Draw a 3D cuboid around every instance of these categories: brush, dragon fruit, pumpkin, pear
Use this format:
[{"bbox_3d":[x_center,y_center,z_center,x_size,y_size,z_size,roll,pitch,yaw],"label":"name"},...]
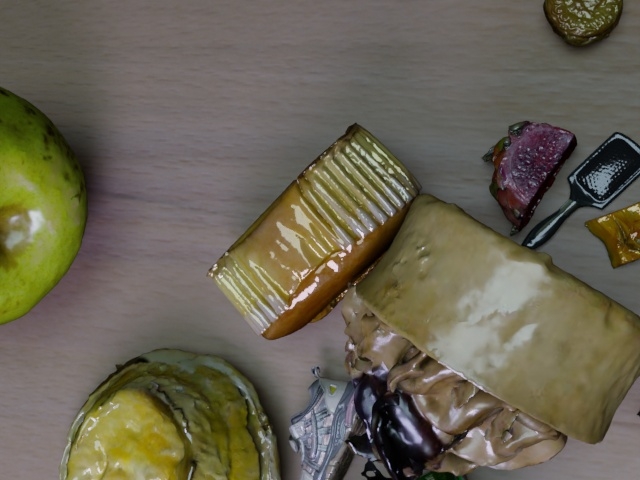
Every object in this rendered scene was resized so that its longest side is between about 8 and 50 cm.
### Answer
[{"bbox_3d":[0.332,-0.055,1.104,0.193,0.016,0.063,-45,71,5],"label":"brush"},{"bbox_3d":[0.249,-0.093,1.095,0.096,0.102,0.147,32,82,12],"label":"dragon fruit"},{"bbox_3d":[0.389,-0.013,1.072,0.101,0.035,0.073,-26,72,14],"label":"pumpkin"},{"bbox_3d":[-0.529,-0.054,1.184,0.390,0.391,0.391,-3,81,16],"label":"pear"}]

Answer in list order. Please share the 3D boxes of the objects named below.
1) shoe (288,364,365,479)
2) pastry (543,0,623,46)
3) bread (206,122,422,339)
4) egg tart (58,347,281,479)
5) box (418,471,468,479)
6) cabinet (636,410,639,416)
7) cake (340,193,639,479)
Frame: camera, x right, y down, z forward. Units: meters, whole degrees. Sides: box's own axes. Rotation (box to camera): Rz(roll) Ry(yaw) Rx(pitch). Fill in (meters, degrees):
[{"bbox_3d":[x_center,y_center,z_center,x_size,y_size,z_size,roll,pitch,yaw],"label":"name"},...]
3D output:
[{"bbox_3d":[-0.001,0.251,1.119,0.092,0.089,0.180,22,85,18],"label":"shoe"},{"bbox_3d":[0.340,-0.304,1.120,0.097,0.057,0.109,17,88,17],"label":"pastry"},{"bbox_3d":[0.000,0.000,1.115,0.288,0.204,0.156,-44,90,9],"label":"bread"},{"bbox_3d":[-0.222,0.298,1.132,0.345,0.132,0.346,-8,70,23],"label":"egg tart"},{"bbox_3d":[0.083,0.366,1.050,0.235,0.132,0.034,-31,110,6],"label":"box"},{"bbox_3d":[0.480,0.216,0.950,0.206,0.145,0.150,45,96,18],"label":"cabinet"},{"bbox_3d":[0.161,0.151,0.966,0.332,0.332,0.321,33,96,19],"label":"cake"}]
